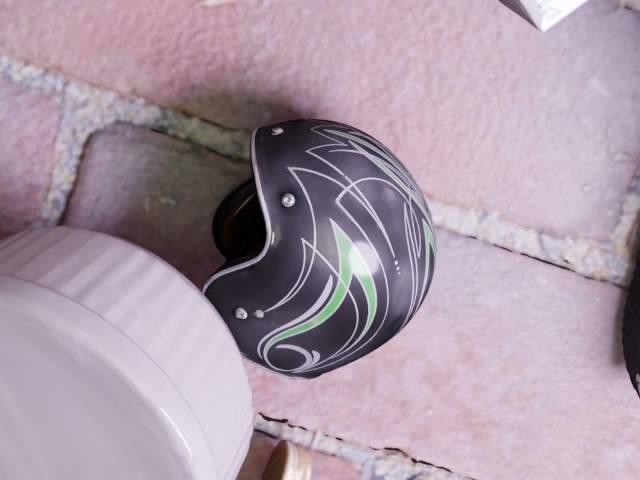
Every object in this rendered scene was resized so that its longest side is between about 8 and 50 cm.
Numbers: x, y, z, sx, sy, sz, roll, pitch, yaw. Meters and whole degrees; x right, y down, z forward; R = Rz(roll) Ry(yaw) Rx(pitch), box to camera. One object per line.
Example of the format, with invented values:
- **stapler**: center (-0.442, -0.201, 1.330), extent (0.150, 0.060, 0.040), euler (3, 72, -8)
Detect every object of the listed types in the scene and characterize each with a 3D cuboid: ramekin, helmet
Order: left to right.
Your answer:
- **ramekin**: center (-0.171, 0.112, 1.267), extent (0.273, 0.127, 0.272), euler (15, 127, 20)
- **helmet**: center (0.000, 0.000, 1.291), extent (0.169, 0.169, 0.161), euler (34, 115, -15)

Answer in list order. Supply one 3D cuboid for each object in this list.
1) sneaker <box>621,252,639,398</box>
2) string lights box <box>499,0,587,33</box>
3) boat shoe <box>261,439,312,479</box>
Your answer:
- **sneaker**: center (0.399, -0.069, 1.343), extent (0.258, 0.169, 0.447), euler (6, 113, -18)
- **string lights box**: center (0.222, -0.257, 1.258), extent (0.260, 0.133, 0.076), euler (-36, 108, 4)
- **boat shoe**: center (-0.018, 0.229, 1.409), extent (0.059, 0.063, 0.170), euler (4, 115, -11)
